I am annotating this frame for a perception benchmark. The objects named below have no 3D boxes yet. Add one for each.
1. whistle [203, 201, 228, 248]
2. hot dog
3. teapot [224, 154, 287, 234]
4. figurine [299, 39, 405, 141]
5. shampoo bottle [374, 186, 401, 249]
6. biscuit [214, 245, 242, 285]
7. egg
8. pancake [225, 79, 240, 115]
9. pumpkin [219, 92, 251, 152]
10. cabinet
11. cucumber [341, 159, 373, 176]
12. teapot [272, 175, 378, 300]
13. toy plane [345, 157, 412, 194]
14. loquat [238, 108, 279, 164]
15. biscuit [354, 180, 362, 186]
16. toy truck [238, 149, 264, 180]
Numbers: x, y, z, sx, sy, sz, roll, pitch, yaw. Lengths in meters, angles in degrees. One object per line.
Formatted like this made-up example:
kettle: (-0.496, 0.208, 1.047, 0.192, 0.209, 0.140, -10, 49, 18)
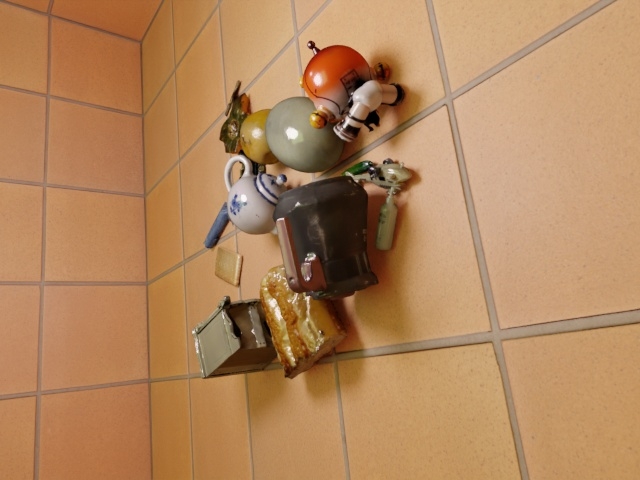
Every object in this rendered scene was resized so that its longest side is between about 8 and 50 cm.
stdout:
whistle: (-0.520, -0.079, 2.459, 0.304, 0.062, 0.062, -54, 47, 35)
hot dog: (-0.084, 0.263, 1.729, 0.365, 0.196, 0.367, 62, 141, 19)
teapot: (-0.233, -0.168, 1.937, 0.280, 0.252, 0.424, -43, 82, 24)
figurine: (0.077, -0.492, 1.522, 0.320, 0.196, 0.323, -40, 63, -9)
shampoo bottle: (0.206, -0.070, 1.476, 0.056, 0.056, 0.195, 28, 117, 51)
biscuit: (-0.457, 0.124, 2.380, 0.250, 0.030, 0.160, 14, 98, 53)
egg: (-0.059, -0.379, 1.717, 0.352, 0.259, 0.258, 48, 123, 43)
pancake: (-0.440, -0.704, 2.392, 0.184, 0.020, 0.190, -63, 17, 21)
pumpkin: (-0.401, -0.536, 2.319, 0.290, 0.095, 0.258, -51, 45, 33)
cabinet: (-0.310, 0.381, 1.947, 0.318, 0.290, 0.227, -45, 54, 39)
cucumber: (0.131, -0.245, 1.630, 0.168, 0.039, 0.039, -15, 75, 54)
teapot: (0.010, 0.007, 1.472, 0.306, 0.376, 0.361, -17, 88, 34)
toy plane: (0.174, -0.199, 1.527, 0.287, 0.092, 0.108, 10, 123, 45)
loquat: (-0.208, -0.419, 1.956, 0.244, 0.244, 0.243, -8, 81, 53)
biscuit: (0.104, -0.154, 1.673, 0.071, 0.018, 0.147, 52, 128, 45)
toy truck: (-0.314, -0.278, 2.161, 0.127, 0.127, 0.256, 155, 114, -65)
